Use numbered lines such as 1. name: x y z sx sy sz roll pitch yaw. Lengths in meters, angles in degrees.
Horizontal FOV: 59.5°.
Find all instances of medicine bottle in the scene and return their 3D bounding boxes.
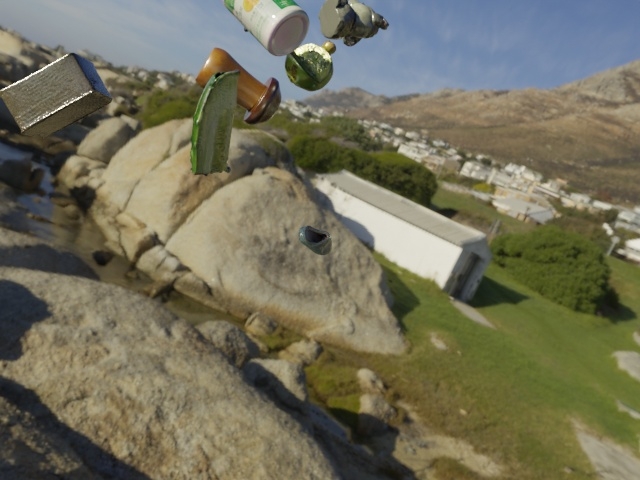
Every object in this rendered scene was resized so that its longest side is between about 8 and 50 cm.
1. medicine bottle: -0.157 -0.596 1.406 0.274 0.133 0.133 50 15 21

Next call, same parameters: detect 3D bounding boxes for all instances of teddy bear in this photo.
1. teddy bear: 0.098 -0.762 1.950 0.251 0.171 0.144 -9 72 -44

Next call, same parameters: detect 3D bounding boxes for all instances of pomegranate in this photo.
1. pomegranate: -0.027 -0.517 1.666 0.143 0.169 0.122 37 -29 16

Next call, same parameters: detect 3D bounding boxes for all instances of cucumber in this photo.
1. cucumber: -0.307 -0.341 1.590 0.145 0.325 0.105 -16 48 -36

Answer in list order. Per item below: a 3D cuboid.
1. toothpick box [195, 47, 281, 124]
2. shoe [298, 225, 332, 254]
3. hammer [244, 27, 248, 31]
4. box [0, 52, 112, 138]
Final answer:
1. toothpick box: -0.281 -0.539 1.976 0.294 0.192 0.192 30 4 -21
2. shoe: 0.000 0.000 2.000 0.078 0.079 0.195 -4 -20 36
3. hammer: -0.234 -0.735 1.704 0.029 0.103 0.246 18 50 -48
4. box: -0.831 -0.454 1.774 0.143 0.273 0.184 62 1 -5
